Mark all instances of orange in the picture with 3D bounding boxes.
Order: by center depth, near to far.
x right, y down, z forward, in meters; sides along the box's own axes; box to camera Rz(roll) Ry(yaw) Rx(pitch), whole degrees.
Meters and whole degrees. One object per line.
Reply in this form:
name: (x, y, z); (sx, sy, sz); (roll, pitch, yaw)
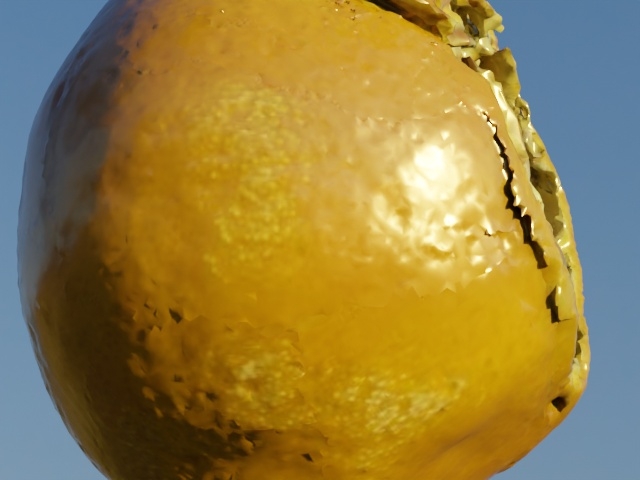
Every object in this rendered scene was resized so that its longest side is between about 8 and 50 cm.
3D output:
orange: (0.000, 0.000, 0.479); (0.134, 0.155, 0.155); (6, -21, 12)
